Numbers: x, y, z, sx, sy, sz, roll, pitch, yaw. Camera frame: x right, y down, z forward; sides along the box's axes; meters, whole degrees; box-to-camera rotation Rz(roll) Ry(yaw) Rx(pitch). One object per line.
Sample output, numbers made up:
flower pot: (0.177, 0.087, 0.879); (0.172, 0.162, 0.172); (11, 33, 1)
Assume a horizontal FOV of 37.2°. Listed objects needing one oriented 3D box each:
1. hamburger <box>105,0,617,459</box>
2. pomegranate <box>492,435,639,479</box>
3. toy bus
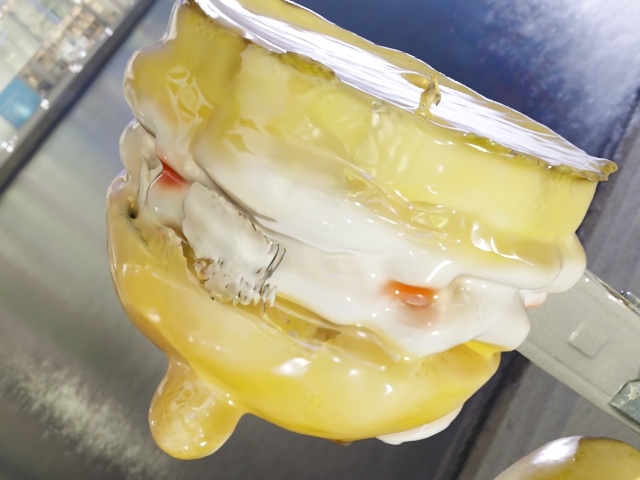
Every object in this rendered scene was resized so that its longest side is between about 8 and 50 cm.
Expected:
hamburger: (0.000, 0.000, 0.546); (0.276, 0.276, 0.236); (-109, 42, -69)
pomegranate: (0.219, 0.277, 0.752); (0.233, 0.233, 0.233); (-42, 20, 19)
toy bus: (0.210, 0.067, 0.784); (0.097, 0.343, 0.138); (-53, 23, 7)
